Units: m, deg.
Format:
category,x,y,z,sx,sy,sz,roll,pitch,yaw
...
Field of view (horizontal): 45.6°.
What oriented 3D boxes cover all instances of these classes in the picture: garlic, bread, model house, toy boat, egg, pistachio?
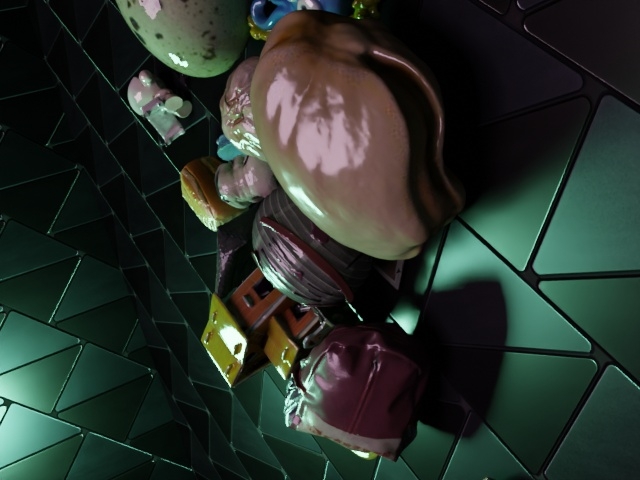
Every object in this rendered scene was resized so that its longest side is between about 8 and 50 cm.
category,x,y,z,sx,sy,sz,roll,pitch,yaw
garlic,-0.129,-0.277,1.607,0.228,0.152,0.228,29,126,49
bread,-0.283,-0.131,2.012,0.236,0.140,0.106,47,149,35
model house,-0.083,0.208,1.747,0.323,0.340,0.300,-46,59,11
toy boat,-0.193,-0.256,1.847,0.215,0.088,0.102,-19,58,63
egg,-0.283,-0.527,1.578,0.287,0.287,0.379,17,131,57
pistachio,0.059,-0.171,1.247,0.445,0.281,0.365,57,152,-11

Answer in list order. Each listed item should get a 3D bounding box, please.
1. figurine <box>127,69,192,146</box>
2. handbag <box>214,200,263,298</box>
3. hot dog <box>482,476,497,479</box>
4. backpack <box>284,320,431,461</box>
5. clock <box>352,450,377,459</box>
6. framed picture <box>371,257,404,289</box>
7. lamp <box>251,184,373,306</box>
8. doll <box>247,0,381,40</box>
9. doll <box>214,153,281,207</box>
category,x,y,z,sx,sy,sz,roll,pitch,yaw
figurine,-0.476,-0.393,2.199,0.144,0.182,0.257,-54,41,9
handbag,-0.163,0.017,1.804,0.088,0.270,0.175,23,124,22
hot dog,0.321,0.539,1.453,0.144,0.075,0.268,52,150,29
backpack,0.083,0.279,1.533,0.197,0.283,0.317,-80,4,-51
clock,0.084,0.405,1.811,0.237,0.057,0.237,38,140,41
framed picture,0.090,-0.058,1.520,0.273,0.016,0.216,47,145,36
lamp,-0.017,0.012,1.487,0.265,0.233,0.233,41,147,7
doll,-0.042,-0.424,1.399,0.346,0.099,0.341,57,148,9
doll,-0.155,-0.149,1.752,0.192,0.095,0.149,-22,98,19
